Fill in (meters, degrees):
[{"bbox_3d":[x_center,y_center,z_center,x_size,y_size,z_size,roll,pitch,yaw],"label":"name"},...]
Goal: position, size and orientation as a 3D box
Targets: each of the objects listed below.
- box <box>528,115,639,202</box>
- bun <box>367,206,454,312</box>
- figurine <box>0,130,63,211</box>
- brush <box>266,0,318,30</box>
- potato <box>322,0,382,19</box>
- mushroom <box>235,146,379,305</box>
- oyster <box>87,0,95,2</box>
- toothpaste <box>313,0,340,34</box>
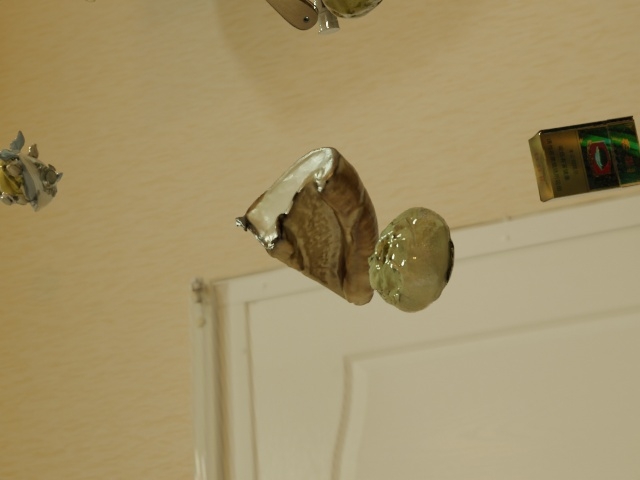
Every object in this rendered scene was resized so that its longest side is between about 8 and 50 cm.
[{"bbox_3d":[0.604,-0.182,1.904,0.071,0.240,0.159,135,124,-77],"label":"box"},{"bbox_3d":[0.188,0.038,1.845,0.239,0.141,0.239,-51,29,44],"label":"bun"},{"bbox_3d":[-0.714,-0.154,2.027,0.128,0.183,0.208,-60,-35,-44],"label":"figurine"},{"bbox_3d":[-0.129,-0.480,1.478,0.327,0.070,0.065,30,-147,-36],"label":"brush"},{"bbox_3d":[0.081,-0.557,1.670,0.197,0.148,0.228,-145,70,-72],"label":"potato"},{"bbox_3d":[0.039,-0.022,2.186,0.397,0.314,0.224,40,-175,-34],"label":"mushroom"},{"bbox_3d":[-0.522,-0.642,1.695,0.100,0.271,0.275,-17,-55,-57],"label":"oyster"},{"bbox_3d":[-0.012,-0.637,2.055,0.096,0.061,0.266,-18,-88,-79],"label":"toothpaste"}]
